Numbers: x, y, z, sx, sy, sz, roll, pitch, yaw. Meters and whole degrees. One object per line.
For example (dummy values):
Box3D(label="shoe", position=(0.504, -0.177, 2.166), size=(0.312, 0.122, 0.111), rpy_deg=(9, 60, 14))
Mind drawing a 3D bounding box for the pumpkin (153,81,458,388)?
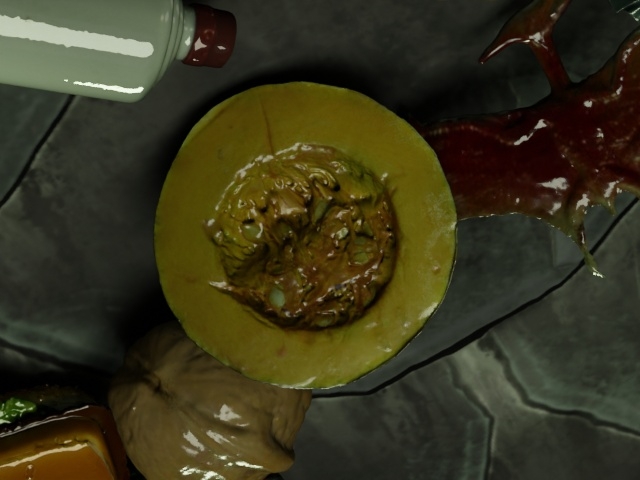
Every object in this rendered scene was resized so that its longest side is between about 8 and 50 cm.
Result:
Box3D(label="pumpkin", position=(-0.005, 0.001, 1.430), size=(0.217, 0.217, 0.110), rpy_deg=(-25, 172, 5))

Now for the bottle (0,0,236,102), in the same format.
Box3D(label="bottle", position=(-0.173, -0.148, 1.271), size=(0.245, 0.104, 0.104), rpy_deg=(7, 126, -21))

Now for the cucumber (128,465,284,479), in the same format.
Box3D(label="cucumber", position=(-0.159, 0.222, 1.602), size=(0.265, 0.077, 0.077), rpy_deg=(-20, 132, -2))

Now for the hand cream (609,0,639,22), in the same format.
Box3D(label="hand cream", position=(0.327, -0.135, 1.465), size=(0.248, 0.052, 0.075), rpy_deg=(27, 116, -33))

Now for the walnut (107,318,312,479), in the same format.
Box3D(label="walnut", position=(-0.080, 0.125, 1.496), size=(0.166, 0.149, 0.167), rpy_deg=(-28, 138, -28))

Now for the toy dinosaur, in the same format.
Box3D(label="toy dinosaur", position=(0.186, -0.073, 1.428), size=(0.327, 0.206, 0.113), rpy_deg=(-51, 165, 18))

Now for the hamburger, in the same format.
Box3D(label="hamburger", position=(-0.231, 0.166, 1.525), size=(0.165, 0.087, 0.137), rpy_deg=(-13, 130, -7))
